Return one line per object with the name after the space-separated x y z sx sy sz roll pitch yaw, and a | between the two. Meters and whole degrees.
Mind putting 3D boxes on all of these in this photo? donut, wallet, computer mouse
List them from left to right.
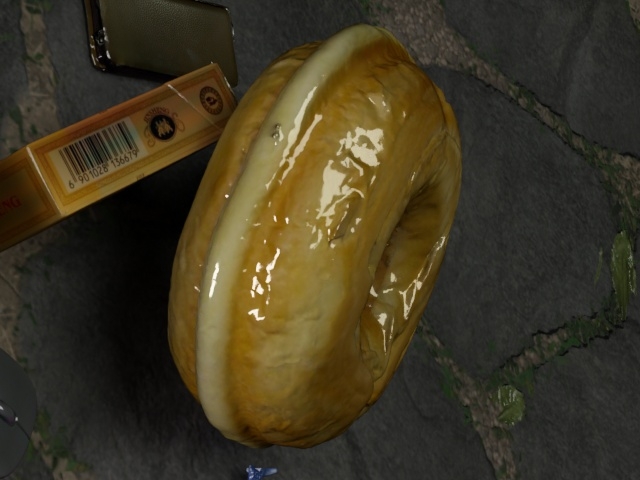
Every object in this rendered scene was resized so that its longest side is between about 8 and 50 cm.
-0.344 0.122 1.369 0.232 0.057 0.120 39 49 -28 | computer mouse
-0.174 -0.228 1.731 0.198 0.031 0.110 6 69 -46 | wallet
0.000 0.000 1.563 0.449 0.198 0.449 -53 153 -41 | donut

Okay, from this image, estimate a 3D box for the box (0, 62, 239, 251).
-0.221 -0.073 1.501 0.274 0.174 0.076 -32 98 -48 | box

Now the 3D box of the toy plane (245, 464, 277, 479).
-0.086 0.295 1.580 0.062 0.054 0.167 65 34 -43 | toy plane
